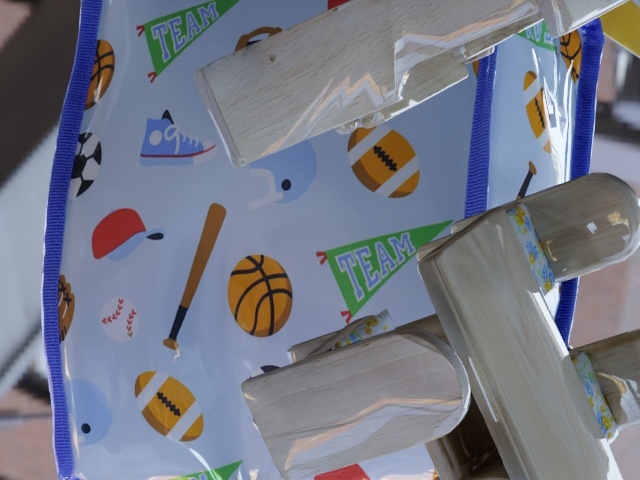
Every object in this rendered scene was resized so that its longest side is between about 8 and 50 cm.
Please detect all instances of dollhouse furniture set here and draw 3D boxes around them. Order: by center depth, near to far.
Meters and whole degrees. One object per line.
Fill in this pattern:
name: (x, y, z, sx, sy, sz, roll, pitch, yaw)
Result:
dollhouse furniture set: (0.082, 0.006, 0.764, 0.161, 0.242, 0.212, -21, -174, 32)

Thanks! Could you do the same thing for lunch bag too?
lunch bag: (0.000, 0.000, 1.263, 0.328, 0.239, 0.385, -3, -112, 27)

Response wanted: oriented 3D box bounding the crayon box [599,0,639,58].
crayon box: (0.337, -0.241, 1.278, 0.083, 0.323, 0.203, 7, -154, -42)
